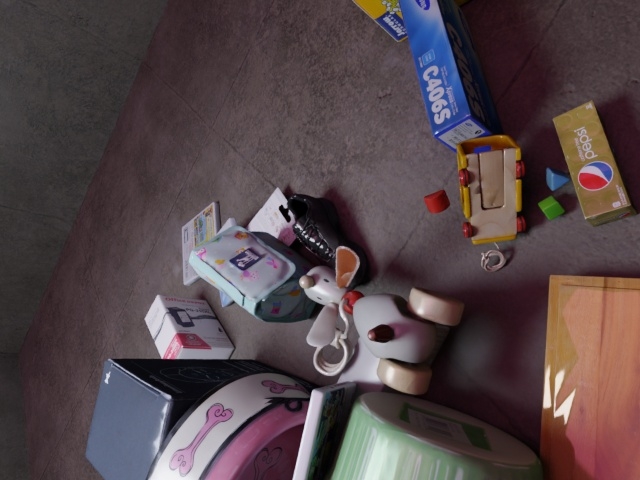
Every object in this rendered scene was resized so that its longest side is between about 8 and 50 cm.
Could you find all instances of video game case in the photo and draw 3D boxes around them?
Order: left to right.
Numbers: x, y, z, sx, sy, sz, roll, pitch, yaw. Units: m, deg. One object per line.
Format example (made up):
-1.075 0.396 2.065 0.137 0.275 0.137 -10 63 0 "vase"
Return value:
-0.405 0.013 1.481 0.206 0.026 0.227 -30 58 35 "video game case"
-0.268 0.068 1.269 0.193 0.023 0.212 -38 62 52 "video game case"
0.004 0.331 0.691 0.023 0.183 0.201 10 80 22 "video game case"

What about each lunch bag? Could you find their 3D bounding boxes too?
-0.140 0.080 0.996 0.223 0.262 0.160 34 103 27 "lunch bag"

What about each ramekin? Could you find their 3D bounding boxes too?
0.163 0.337 0.634 0.303 0.303 0.148 9 82 45 "ramekin"

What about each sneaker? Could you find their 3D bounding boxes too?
0.000 0.000 1.012 0.109 0.130 0.286 -49 51 21 "sneaker"

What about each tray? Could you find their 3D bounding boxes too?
0.409 0.257 0.576 0.203 0.076 0.411 -1 79 45 "tray"

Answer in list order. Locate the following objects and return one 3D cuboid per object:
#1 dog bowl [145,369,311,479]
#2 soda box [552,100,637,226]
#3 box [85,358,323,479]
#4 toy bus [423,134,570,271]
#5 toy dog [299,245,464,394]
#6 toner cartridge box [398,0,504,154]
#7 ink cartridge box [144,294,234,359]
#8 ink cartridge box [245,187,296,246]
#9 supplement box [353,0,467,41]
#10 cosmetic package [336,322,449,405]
-0.095 0.452 0.767 0.150 0.408 0.408 4 81 46 "dog bowl"
0.424 -0.119 0.679 0.061 0.058 0.181 -23 63 39 "soda box"
-0.232 0.390 0.938 0.293 0.395 0.212 4 81 45 "box"
0.291 -0.081 0.756 0.202 0.191 0.104 -52 12 29 "toy bus"
0.058 0.122 0.719 0.333 0.161 0.220 -7 71 45 "toy dog"
0.250 -0.331 0.836 0.075 0.165 0.348 -25 63 37 "toner cartridge box"
-0.388 0.272 1.284 0.237 0.172 0.100 43 108 43 "ink cartridge box"
-0.136 0.001 1.206 0.232 0.066 0.189 -47 50 14 "ink cartridge box"
0.250 -0.620 0.897 0.356 0.195 0.194 -17 67 41 "supplement box"
0.125 0.242 0.822 0.107 0.127 0.238 29 101 46 "cosmetic package"
